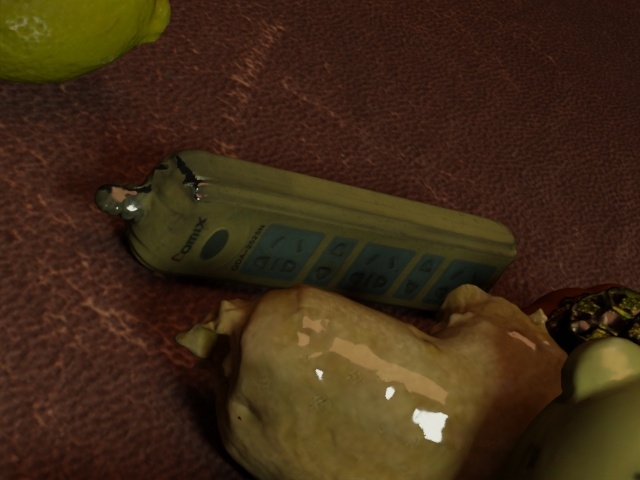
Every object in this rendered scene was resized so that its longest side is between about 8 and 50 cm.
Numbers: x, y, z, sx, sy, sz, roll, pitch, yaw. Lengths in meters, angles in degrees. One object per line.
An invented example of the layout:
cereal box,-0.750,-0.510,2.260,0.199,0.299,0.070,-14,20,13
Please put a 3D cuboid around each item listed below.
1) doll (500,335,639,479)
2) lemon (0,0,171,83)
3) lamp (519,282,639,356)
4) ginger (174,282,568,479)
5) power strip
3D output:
doll,0.217,0.187,0.688,0.260,0.177,0.161,33,-12,-13
lemon,-0.227,-0.207,0.895,0.248,0.184,0.184,26,33,-26
lamp,0.214,0.129,0.878,0.223,0.196,0.223,-4,37,3
ginger,0.037,0.106,0.765,0.267,0.138,0.152,7,51,-14
power strip,0.000,0.000,0.932,0.387,0.092,0.066,11,38,-35
